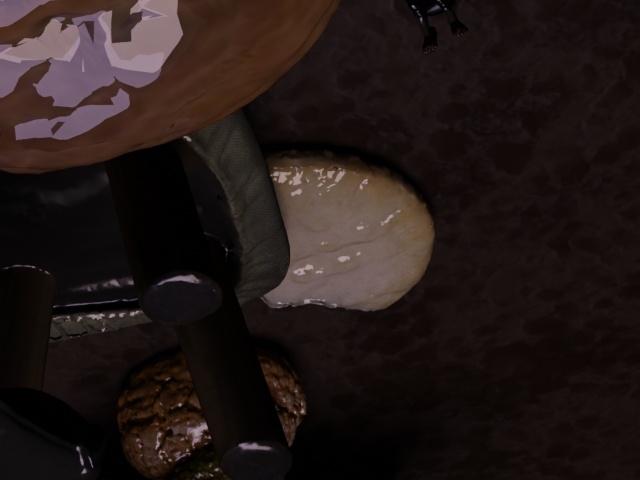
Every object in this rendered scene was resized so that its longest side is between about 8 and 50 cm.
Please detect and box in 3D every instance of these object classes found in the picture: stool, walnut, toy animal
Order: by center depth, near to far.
[{"bbox_3d":[-0.132,-0.196,1.102,0.344,0.306,0.306,-10,148,10],"label":"walnut"},{"bbox_3d":[0.065,-0.188,1.392,0.220,0.062,0.108,-24,127,19],"label":"toy animal"},{"bbox_3d":[-0.184,0.038,1.465,0.310,0.226,0.310,-13,139,7],"label":"stool"}]

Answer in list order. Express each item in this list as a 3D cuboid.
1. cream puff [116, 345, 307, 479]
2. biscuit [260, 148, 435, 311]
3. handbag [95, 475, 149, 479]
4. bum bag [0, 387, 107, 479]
[{"bbox_3d":[-0.093,0.204,1.820,0.183,0.169,0.183,-7,146,-5],"label":"cream puff"},{"bbox_3d":[0.000,0.000,1.661,0.188,0.040,0.265,-27,144,19],"label":"biscuit"},{"bbox_3d":[-0.053,0.337,1.931,0.410,0.303,0.116,7,102,-25],"label":"handbag"},{"bbox_3d":[-0.260,0.106,1.310,0.142,0.080,0.326,-17,142,24],"label":"bum bag"}]
